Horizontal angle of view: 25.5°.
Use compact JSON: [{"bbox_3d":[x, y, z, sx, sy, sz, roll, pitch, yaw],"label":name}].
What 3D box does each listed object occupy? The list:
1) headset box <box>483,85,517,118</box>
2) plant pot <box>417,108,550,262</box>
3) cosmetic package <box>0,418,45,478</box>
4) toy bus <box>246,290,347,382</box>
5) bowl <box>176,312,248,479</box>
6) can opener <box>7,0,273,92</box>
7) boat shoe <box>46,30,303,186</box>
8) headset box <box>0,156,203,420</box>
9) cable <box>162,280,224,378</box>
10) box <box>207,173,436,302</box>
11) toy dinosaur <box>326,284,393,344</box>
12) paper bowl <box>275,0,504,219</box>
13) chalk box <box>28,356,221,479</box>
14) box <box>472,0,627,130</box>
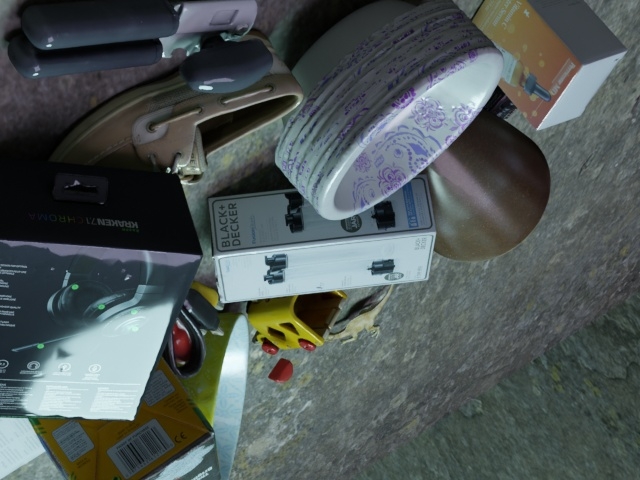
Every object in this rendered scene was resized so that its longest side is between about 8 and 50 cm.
[{"bbox_3d":[0.265,-0.209,2.085,0.083,0.032,0.062,-10,147,-53],"label":"headset box"},{"bbox_3d":[0.180,-0.109,1.961,0.215,0.215,0.230,-39,145,9],"label":"plant pot"},{"bbox_3d":[-0.405,0.182,1.781,0.284,0.097,0.377,-34,160,-13],"label":"cosmetic package"},{"bbox_3d":[-0.058,0.103,2.147,0.202,0.191,0.104,-42,116,14],"label":"toy bus"},{"bbox_3d":[-0.208,0.241,2.091,0.156,0.289,0.289,7,158,5],"label":"bowl"},{"bbox_3d":[-0.159,-0.186,1.366,0.283,0.095,0.076,-15,150,-45],"label":"can opener"},{"bbox_3d":[-0.161,-0.111,1.524,0.302,0.098,0.109,-32,159,-11],"label":"boat shoe"},{"bbox_3d":[-0.282,0.049,1.474,0.246,0.131,0.283,4,132,-25],"label":"headset box"},{"bbox_3d":[-0.204,0.070,1.775,0.287,0.072,0.139,53,52,-47],"label":"cable"},{"bbox_3d":[0.000,0.000,1.875,0.290,0.087,0.169,-7,156,-2],"label":"box"},{"bbox_3d":[0.082,0.141,2.533,0.183,0.053,0.092,-37,158,4],"label":"toy dinosaur"},{"bbox_3d":[0.065,-0.169,1.660,0.284,0.148,0.284,-38,166,-11],"label":"paper bowl"},{"bbox_3d":[-0.251,0.272,1.842,0.180,0.179,0.289,-32,161,-16],"label":"chalk box"},{"bbox_3d":[0.285,-0.252,1.823,0.091,0.170,0.130,-20,154,-37],"label":"box"}]
